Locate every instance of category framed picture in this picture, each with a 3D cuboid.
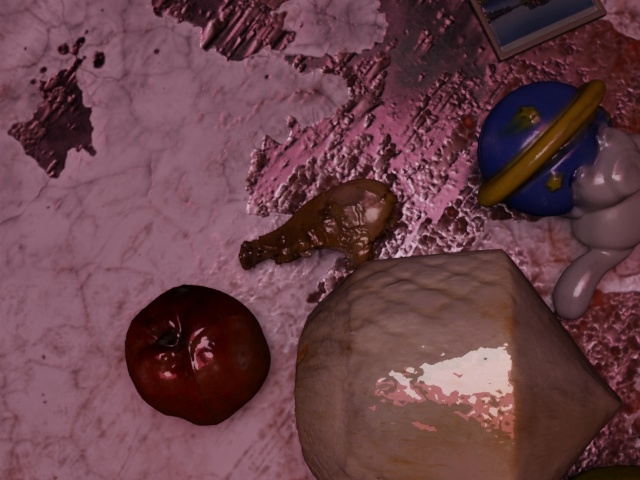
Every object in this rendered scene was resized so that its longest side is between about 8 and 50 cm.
[{"bbox_3d":[0.274,-0.305,1.011,0.149,0.011,0.109,-24,79,0],"label":"framed picture"}]

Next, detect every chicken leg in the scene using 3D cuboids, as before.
[{"bbox_3d":[-0.001,-0.003,0.953,0.207,0.085,0.101,-22,94,10],"label":"chicken leg"}]

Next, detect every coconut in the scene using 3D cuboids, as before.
[{"bbox_3d":[0.141,0.161,0.813,0.328,0.329,0.329,-1,80,4],"label":"coconut"}]

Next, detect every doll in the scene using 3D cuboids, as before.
[{"bbox_3d":[0.321,-0.102,0.899,0.311,0.159,0.243,-42,79,-7],"label":"doll"}]

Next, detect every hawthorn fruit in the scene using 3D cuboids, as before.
[{"bbox_3d":[-0.143,0.123,0.882,0.156,0.194,0.157,-4,71,11],"label":"hawthorn fruit"}]

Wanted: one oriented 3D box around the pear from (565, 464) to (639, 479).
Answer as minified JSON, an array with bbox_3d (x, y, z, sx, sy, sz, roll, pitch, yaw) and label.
[{"bbox_3d":[0.312,0.362,0.767,0.294,0.294,0.295,-1,80,4],"label":"pear"}]
